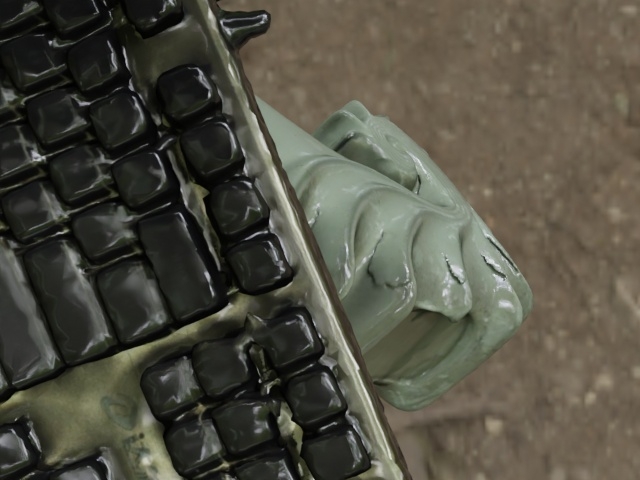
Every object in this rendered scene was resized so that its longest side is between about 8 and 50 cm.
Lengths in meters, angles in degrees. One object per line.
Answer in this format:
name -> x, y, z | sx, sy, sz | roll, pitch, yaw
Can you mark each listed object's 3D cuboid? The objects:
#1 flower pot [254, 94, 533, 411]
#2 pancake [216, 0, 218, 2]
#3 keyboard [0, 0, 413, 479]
flower pot -> 0.000, 0.000, 1.199 | 0.164, 0.367, 0.254 | -43, 63, 22
pancake -> -0.007, -0.203, 0.851 | 0.282, 0.049, 0.282 | -37, 14, 11
keyboard -> -0.058, -0.025, 0.344 | 0.106, 0.317, 0.027 | -23, 1, 9
